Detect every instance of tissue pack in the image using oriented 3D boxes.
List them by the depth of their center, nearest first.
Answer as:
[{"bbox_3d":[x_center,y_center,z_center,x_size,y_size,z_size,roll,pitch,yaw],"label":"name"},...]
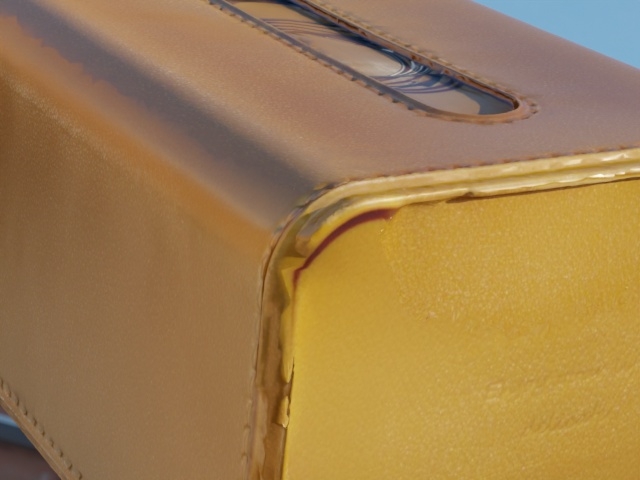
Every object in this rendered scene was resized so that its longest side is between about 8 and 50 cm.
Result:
[{"bbox_3d":[0.000,0.000,0.571,0.194,0.145,0.274,-10,24,-28],"label":"tissue pack"}]
